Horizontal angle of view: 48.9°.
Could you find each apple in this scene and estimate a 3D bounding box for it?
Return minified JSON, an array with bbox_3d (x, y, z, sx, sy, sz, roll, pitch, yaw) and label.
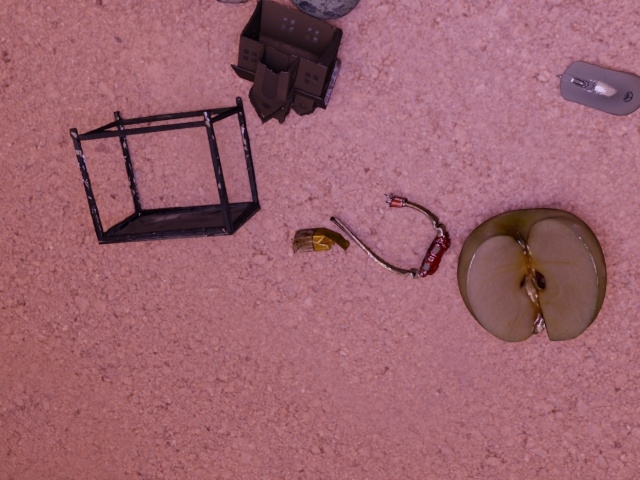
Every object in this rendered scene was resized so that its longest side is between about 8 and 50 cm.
[{"bbox_3d":[0.444,0.066,1.487,0.294,0.233,0.258,-14,110,20],"label":"apple"}]

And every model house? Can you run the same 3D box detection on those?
[{"bbox_3d":[-0.085,-0.333,1.498,0.211,0.205,0.243,22,146,3],"label":"model house"}]

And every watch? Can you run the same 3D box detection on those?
[{"bbox_3d":[0.167,-0.024,1.611,0.268,0.102,0.165,38,106,9],"label":"watch"}]

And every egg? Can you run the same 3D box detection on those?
[{"bbox_3d":[0.005,-0.526,1.453,0.172,0.132,0.133,10,110,20],"label":"egg"}]

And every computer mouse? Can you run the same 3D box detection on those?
[{"bbox_3d":[0.569,-0.310,1.428,0.181,0.056,0.089,19,107,8],"label":"computer mouse"}]

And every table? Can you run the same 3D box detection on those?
[{"bbox_3d":[-0.343,-0.162,1.613,0.334,0.222,0.273,-4,108,14],"label":"table"}]

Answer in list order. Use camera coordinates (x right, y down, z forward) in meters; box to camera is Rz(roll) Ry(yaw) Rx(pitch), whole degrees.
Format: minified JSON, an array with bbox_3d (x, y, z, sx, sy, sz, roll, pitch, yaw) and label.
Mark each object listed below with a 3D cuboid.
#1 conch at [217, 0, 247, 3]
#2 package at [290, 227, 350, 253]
[{"bbox_3d":[-0.228,-0.602,1.480,0.178,0.163,0.245,-22,132,35],"label":"conch"},{"bbox_3d":[0.000,0.000,1.661,0.131,0.071,0.047,-3,104,17],"label":"package"}]
